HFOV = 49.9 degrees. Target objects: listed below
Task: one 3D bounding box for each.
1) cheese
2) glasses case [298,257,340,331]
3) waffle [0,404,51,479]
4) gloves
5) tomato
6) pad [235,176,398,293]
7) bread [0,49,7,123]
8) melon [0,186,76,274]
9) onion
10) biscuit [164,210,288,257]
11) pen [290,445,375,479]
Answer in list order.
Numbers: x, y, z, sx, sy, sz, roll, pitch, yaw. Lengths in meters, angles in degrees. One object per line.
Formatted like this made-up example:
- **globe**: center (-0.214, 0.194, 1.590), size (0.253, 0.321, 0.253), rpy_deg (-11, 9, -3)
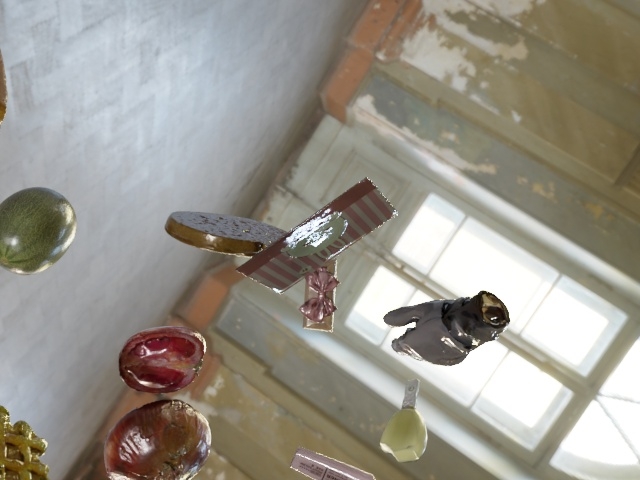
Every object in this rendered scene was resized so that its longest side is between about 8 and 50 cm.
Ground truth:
- **cheese**: center (0.230, 0.474, 1.838), size (0.127, 0.050, 0.255), rpy_deg (-19, -149, 27)
- **glasses case**: center (-0.004, 0.134, 1.766), size (0.070, 0.102, 0.194), rpy_deg (-12, -108, 61)
- **waffle**: center (-0.453, 0.306, 0.884), size (0.058, 0.238, 0.243), rpy_deg (-39, -178, 27)
- **gloves**: center (0.205, 0.153, 1.197), size (0.119, 0.142, 0.285), rpy_deg (-50, -174, -27)
- **tomato**: center (-0.338, 0.233, 1.466), size (0.099, 0.173, 0.189), rpy_deg (-106, -145, -55)
- **pad**: center (0.000, 0.000, 1.326), size (0.299, 0.005, 0.202), rpy_deg (-35, 153, 9)
- **bread**: center (-0.546, -0.253, 1.060), size (0.077, 0.271, 0.139), rpy_deg (6, 142, -43)
- **melon**: center (-0.881, -0.029, 2.101), size (0.302, 0.237, 0.237), rpy_deg (-76, -172, -51)
- **onion**: center (-0.324, 0.444, 1.413), size (0.230, 0.163, 0.230), rpy_deg (-21, 133, -24)
- **biscuit**: center (-0.226, -0.001, 1.885), size (0.394, 0.350, 0.070), rpy_deg (6, 103, -44)
- **pen**: center (0.042, 0.427, 1.233), size (0.032, 0.197, 0.053), rpy_deg (-56, 167, -71)
